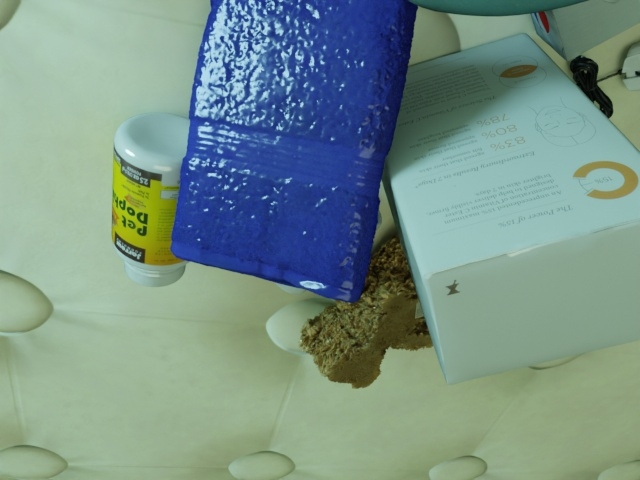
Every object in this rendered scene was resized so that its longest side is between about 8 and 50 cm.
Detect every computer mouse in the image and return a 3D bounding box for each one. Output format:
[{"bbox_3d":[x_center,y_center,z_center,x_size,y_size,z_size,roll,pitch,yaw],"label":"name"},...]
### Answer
[{"bbox_3d":[0.415,-0.220,0.702,0.192,0.042,0.106,-24,129,13],"label":"computer mouse"}]

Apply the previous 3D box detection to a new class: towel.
[{"bbox_3d":[-0.032,-0.108,0.588,0.227,0.076,0.309,14,99,19],"label":"towel"}]

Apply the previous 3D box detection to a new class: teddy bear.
[{"bbox_3d":[0.113,0.084,0.902,0.245,0.113,0.338,10,122,-25],"label":"teddy bear"}]

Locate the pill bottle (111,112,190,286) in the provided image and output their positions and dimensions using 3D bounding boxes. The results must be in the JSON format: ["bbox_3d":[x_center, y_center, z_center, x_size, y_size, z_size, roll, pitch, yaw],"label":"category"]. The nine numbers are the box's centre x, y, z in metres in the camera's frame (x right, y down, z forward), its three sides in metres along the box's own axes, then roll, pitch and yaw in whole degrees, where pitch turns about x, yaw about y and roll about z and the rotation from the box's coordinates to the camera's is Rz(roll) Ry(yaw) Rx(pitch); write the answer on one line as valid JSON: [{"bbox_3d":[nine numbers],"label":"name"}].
[{"bbox_3d":[-0.204,-0.044,0.721,0.117,0.117,0.215,7,129,-14],"label":"pill bottle"}]

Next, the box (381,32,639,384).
[{"bbox_3d":[0.185,-0.054,0.614,0.214,0.345,0.168,-15,131,6],"label":"box"}]

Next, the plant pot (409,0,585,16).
[{"bbox_3d":[0.136,-0.302,0.452,0.290,0.290,0.195,28,150,-28],"label":"plant pot"}]

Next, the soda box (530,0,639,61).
[{"bbox_3d":[0.360,-0.311,0.581,0.286,0.091,0.098,-27,129,15],"label":"soda box"}]

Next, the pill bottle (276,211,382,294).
[{"bbox_3d":[0.000,0.000,0.804,0.094,0.094,0.169,27,123,-27],"label":"pill bottle"}]
